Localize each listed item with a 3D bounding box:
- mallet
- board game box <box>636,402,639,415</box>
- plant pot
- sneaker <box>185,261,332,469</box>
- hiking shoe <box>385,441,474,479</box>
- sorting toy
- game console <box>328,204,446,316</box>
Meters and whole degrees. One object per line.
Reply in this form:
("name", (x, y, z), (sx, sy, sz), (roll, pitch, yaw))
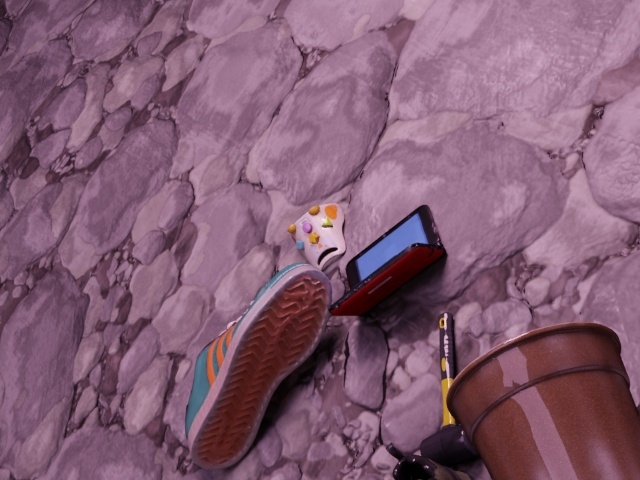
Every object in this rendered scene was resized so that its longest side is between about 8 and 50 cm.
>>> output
("mallet", (0.148, 0.159, 1.187), (0.062, 0.039, 0.189), (-20, 47, 38))
("board game box", (0.356, 0.306, 0.850), (0.390, 0.050, 0.390), (-57, 39, 1))
("plant pot", (0.215, 0.184, 0.928), (0.167, 0.167, 0.165), (-38, 50, 23))
("sneaker", (-0.096, 0.141, 1.380), (0.302, 0.108, 0.121), (-58, 33, 15))
("hiking shoe", (0.110, 0.291, 1.038), (0.086, 0.114, 0.227), (-52, 21, 15))
("sorting toy", (0.000, 0.000, 1.453), (0.083, 0.045, 0.075), (-41, 61, 21))
("game console", (0.072, 0.022, 1.322), (0.144, 0.124, 0.085), (-39, 68, 22))
